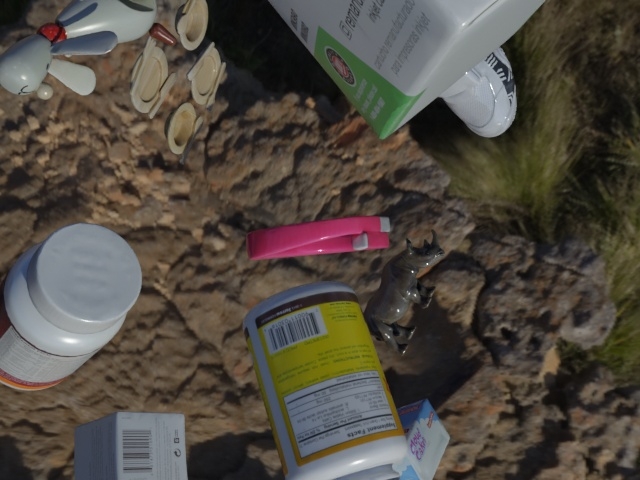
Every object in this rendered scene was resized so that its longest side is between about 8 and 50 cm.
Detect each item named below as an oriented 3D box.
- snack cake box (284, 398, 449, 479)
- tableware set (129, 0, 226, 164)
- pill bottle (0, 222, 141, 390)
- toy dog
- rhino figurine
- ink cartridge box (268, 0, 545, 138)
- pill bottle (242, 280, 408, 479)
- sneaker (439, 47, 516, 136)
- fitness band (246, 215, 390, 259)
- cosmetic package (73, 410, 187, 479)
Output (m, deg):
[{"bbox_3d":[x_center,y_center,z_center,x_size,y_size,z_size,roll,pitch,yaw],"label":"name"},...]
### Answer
[{"bbox_3d":[0.079,0.386,1.467,0.089,0.264,0.152,59,31,-7],"label":"snack cake box"},{"bbox_3d":[-0.140,-0.167,0.861,0.020,0.169,0.141,16,68,17],"label":"tableware set"},{"bbox_3d":[-0.270,0.070,0.860,0.121,0.221,0.121,16,59,-28],"label":"pill bottle"},{"bbox_3d":[-0.365,-0.325,1.395,0.161,0.220,0.334,45,77,-11],"label":"toy dog"},{"bbox_3d":[0.160,0.088,1.589,0.106,0.073,0.243,25,103,6],"label":"rhino figurine"},{"bbox_3d":[-0.002,-0.216,0.429,0.121,0.211,0.289,-39,88,-7],"label":"ink cartridge box"},{"bbox_3d":[0.008,0.155,0.787,0.117,0.117,0.215,-13,69,-13],"label":"pill bottle"},{"bbox_3d":[0.160,-0.275,1.302,0.210,0.137,0.366,-50,117,-32],"label":"sneaker"},{"bbox_3d":[0.000,0.000,1.377,0.209,0.291,0.054,-9,87,19],"label":"fitness band"},{"bbox_3d":[-0.374,0.426,1.648,0.151,0.183,0.151,11,65,-40],"label":"cosmetic package"}]
